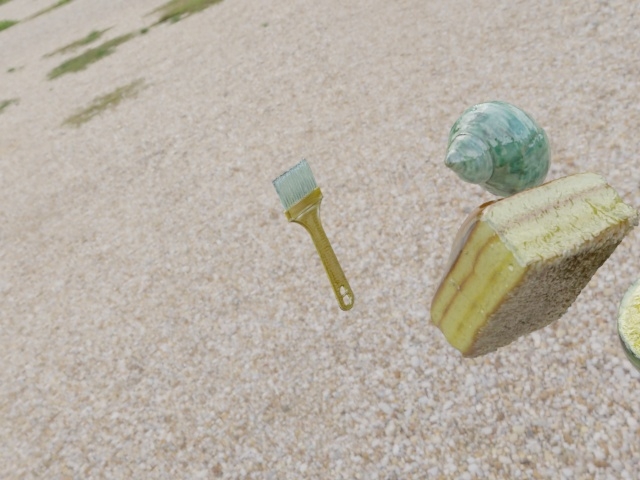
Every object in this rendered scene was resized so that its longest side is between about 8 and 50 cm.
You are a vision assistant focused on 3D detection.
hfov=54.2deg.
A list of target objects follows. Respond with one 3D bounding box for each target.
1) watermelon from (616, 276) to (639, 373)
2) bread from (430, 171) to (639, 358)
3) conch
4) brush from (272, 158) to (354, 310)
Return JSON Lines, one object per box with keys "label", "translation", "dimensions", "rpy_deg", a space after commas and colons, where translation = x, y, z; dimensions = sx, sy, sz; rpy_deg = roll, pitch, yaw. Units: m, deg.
{"label": "watermelon", "translation": [0.543, 0.136, 0.903], "dimensions": [0.204, 0.127, 0.232], "rpy_deg": [6, 47, 34]}
{"label": "bread", "translation": [0.242, 0.032, 0.758], "dimensions": [0.184, 0.234, 0.110], "rpy_deg": [-19, 58, -21]}
{"label": "conch", "translation": [0.265, -0.132, 0.947], "dimensions": [0.176, 0.188, 0.122], "rpy_deg": [9, 81, 55]}
{"label": "brush", "translation": [0.000, 0.000, 0.862], "dimensions": [0.010, 0.218, 0.082], "rpy_deg": [-11, 19, 42]}
